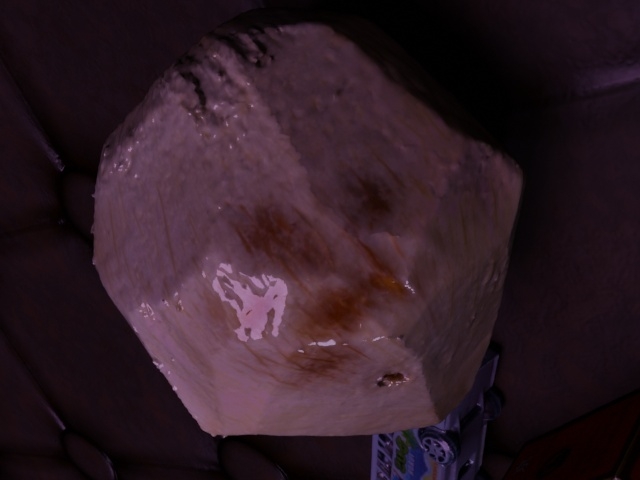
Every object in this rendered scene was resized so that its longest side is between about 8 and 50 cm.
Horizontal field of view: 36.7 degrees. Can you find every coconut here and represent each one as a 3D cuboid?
[{"bbox_3d":[0.000,0.000,0.902,0.415,0.344,0.415,23,132,28],"label":"coconut"}]

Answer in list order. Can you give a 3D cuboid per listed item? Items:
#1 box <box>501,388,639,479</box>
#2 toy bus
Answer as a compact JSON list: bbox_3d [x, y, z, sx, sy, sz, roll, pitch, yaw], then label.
[{"bbox_3d":[0.277,0.251,1.019,0.074,0.153,0.240,42,140,-2],"label":"box"},{"bbox_3d":[0.133,0.249,1.181,0.136,0.109,0.330,31,138,32],"label":"toy bus"}]
